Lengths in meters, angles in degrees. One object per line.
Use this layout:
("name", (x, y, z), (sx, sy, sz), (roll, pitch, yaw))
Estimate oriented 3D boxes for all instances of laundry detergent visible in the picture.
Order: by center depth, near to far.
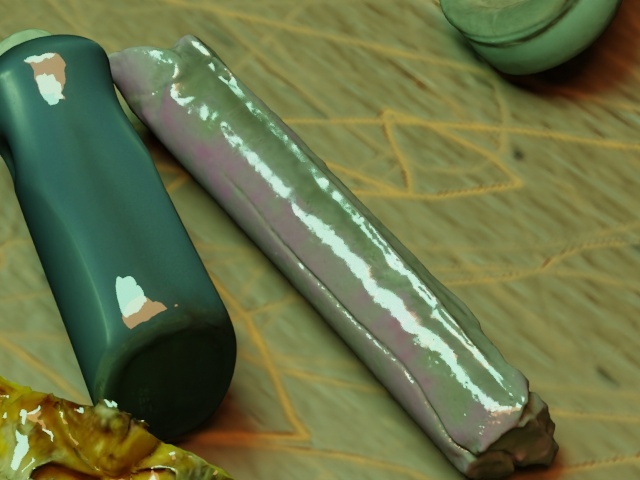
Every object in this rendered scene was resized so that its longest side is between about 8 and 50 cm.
("laundry detergent", (-0.097, -0.017, 0.815), (0.061, 0.097, 0.206), (-19, 55, -12))

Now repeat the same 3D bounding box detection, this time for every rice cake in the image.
("rice cake", (0.001, 0.000, 0.816), (0.049, 0.055, 0.270), (-38, 65, -11))

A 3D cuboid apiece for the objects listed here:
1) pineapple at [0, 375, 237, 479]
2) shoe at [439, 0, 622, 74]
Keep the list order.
("pineapple", (-0.115, 0.132, 0.704), (0.249, 0.140, 0.164), (28, 67, 16))
("shoe", (0.108, -0.200, 0.885), (0.103, 0.100, 0.251), (-2, 61, 33))
